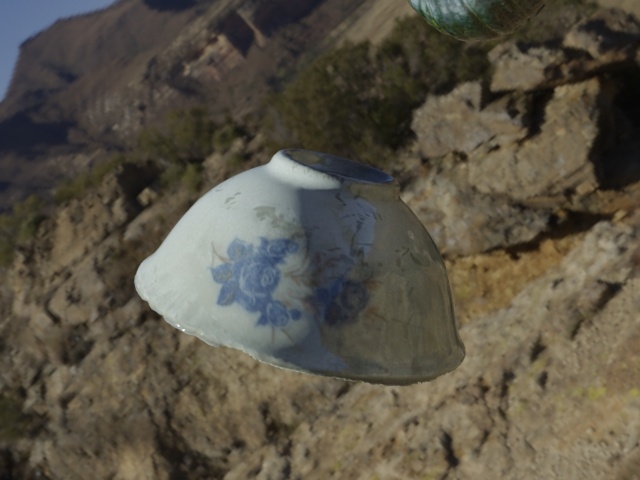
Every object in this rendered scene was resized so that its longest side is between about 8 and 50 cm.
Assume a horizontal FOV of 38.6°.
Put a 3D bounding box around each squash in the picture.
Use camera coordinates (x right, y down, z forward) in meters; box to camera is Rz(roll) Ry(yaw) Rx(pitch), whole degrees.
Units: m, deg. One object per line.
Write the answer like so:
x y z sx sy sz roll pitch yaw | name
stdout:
0.210 -0.369 1.216 0.172 0.218 0.218 -9 -16 -46 | squash

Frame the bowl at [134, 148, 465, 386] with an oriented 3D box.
0.000 0.000 0.837 0.313 0.313 0.146 -99 23 -74 | bowl
